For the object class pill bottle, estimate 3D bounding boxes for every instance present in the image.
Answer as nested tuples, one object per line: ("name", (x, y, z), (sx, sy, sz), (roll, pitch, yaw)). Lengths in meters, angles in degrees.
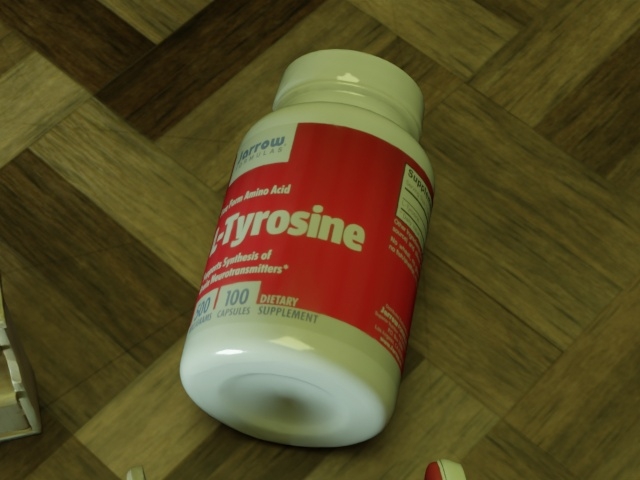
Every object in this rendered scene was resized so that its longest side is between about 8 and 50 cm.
("pill bottle", (0.000, 0.000, 1.582), (0.229, 0.229, 0.407), (8, 58, 6))

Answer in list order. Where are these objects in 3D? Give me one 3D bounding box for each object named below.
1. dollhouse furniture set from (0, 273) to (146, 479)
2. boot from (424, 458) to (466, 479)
("dollhouse furniture set", (-0.349, 0.264, 1.405), (0.362, 0.256, 0.394), (-11, 58, -6))
("boot", (0.065, 0.334, 1.456), (0.176, 0.088, 0.244), (2, 61, 4))
